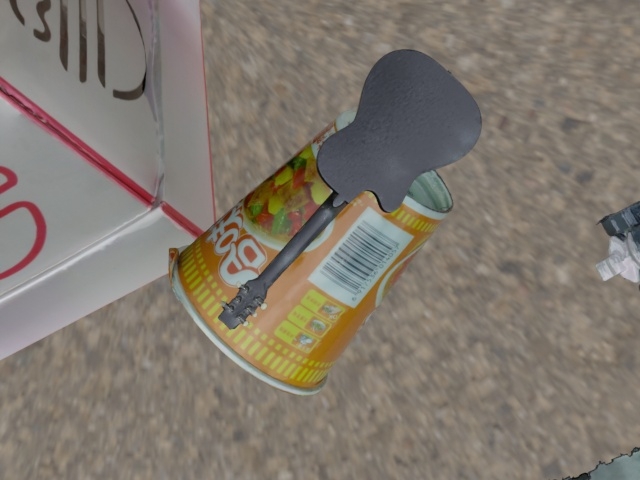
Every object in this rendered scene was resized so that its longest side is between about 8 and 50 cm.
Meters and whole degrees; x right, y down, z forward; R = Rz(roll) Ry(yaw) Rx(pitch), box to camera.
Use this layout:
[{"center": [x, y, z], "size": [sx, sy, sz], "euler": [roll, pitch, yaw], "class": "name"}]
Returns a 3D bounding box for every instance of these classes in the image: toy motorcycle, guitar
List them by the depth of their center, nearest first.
[{"center": [0.013, -0.029, 1.260], "size": [0.088, 0.025, 0.233], "euler": [43, 87, -1], "class": "guitar"}, {"center": [0.350, -0.024, 1.664], "size": [0.221, 0.150, 0.102], "euler": [-26, 86, -32], "class": "toy motorcycle"}]

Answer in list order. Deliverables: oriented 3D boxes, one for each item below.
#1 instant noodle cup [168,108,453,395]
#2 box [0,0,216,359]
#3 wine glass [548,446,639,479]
[{"center": [0.000, 0.000, 1.436], "size": [0.168, 0.168, 0.185], "euler": [40, 109, -9], "class": "instant noodle cup"}, {"center": [-0.302, -0.114, 1.587], "size": [0.312, 0.314, 0.300], "euler": [-26, 138, 23], "class": "box"}, {"center": [0.163, 0.308, 1.139], "size": [0.264, 0.096, 0.309], "euler": [-29, 76, 37], "class": "wine glass"}]
